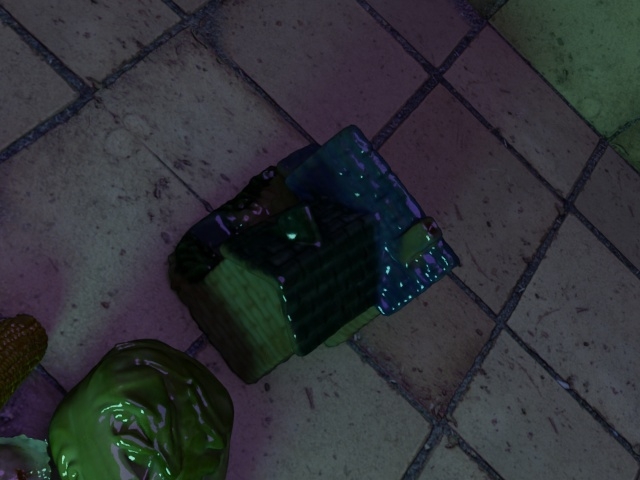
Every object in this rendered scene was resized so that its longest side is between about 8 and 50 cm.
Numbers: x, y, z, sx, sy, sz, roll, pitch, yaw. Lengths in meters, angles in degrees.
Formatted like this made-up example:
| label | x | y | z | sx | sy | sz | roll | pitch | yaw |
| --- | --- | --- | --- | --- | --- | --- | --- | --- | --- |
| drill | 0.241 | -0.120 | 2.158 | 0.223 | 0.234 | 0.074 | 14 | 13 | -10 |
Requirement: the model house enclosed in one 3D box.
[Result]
| label | x | y | z | sx | sy | sz | roll | pitch | yaw |
| --- | --- | --- | --- | --- | --- | --- | --- | --- | --- |
| model house | 0.000 | 0.000 | 1.554 | 0.445 | 0.400 | 0.395 | -31 | 87 | -36 |

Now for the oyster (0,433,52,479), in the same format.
| label | x | y | z | sx | sy | sz | roll | pitch | yaw |
| --- | --- | --- | --- | --- | --- | --- | --- | --- | --- |
| oyster | -0.534 | 0.343 | 1.266 | 0.233 | 0.107 | 0.161 | 39 | 64 | -25 |

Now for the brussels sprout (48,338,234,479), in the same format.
| label | x | y | z | sx | sy | sz | roll | pitch | yaw |
| --- | --- | --- | --- | --- | --- | --- | --- | --- | --- |
| brussels sprout | -0.281 | 0.314 | 1.335 | 0.328 | 0.247 | 0.328 | 15 | 56 | -23 |

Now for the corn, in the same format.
| label | x | y | z | sx | sy | sz | roll | pitch | yaw |
| --- | --- | --- | --- | --- | --- | --- | --- | --- | --- |
| corn | -0.509 | 0.205 | 1.274 | 0.106 | 0.106 | 0.293 | 36 | 20 | -10 |
